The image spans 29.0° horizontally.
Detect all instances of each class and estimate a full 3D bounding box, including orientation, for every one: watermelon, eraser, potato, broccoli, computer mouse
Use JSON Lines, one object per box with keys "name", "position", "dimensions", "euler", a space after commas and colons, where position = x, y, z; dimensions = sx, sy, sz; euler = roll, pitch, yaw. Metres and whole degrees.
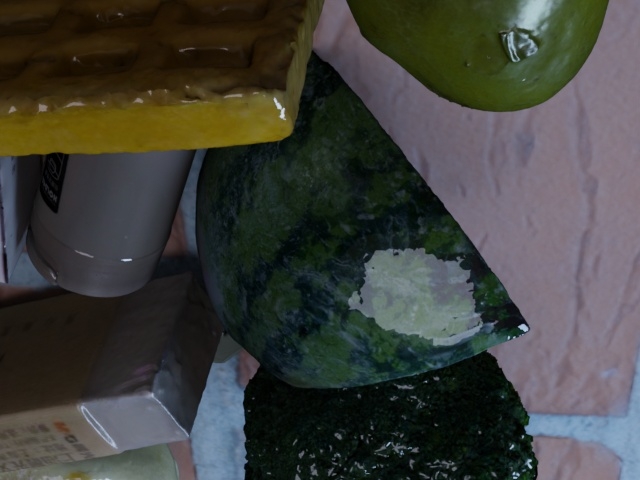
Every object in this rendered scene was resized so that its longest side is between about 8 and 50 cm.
{"name": "watermelon", "position": [0.000, 0.000, 0.952], "dimensions": [0.260, 0.256, 0.176], "euler": [-24, 167, 16]}
{"name": "eraser", "position": [-0.255, 0.125, 1.075], "dimensions": [0.343, 0.144, 0.078], "euler": [-13, 129, 24]}
{"name": "potato", "position": [0.095, -0.191, 0.774], "dimensions": [0.186, 0.149, 0.253], "euler": [-11, 127, 14]}
{"name": "broccoli", "position": [0.067, 0.175, 1.050], "dimensions": [0.297, 0.298, 0.297], "euler": [-29, 158, 28]}
{"name": "computer mouse", "position": [-0.080, 0.073, 1.097], "dimensions": [0.056, 0.032, 0.110], "euler": [45, 130, -12]}

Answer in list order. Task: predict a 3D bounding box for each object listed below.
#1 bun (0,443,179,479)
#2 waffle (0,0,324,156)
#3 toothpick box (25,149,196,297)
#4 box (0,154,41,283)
{"name": "bun", "position": [-0.254, 0.239, 1.200], "dimensions": [0.229, 0.145, 0.229], "euler": [-18, 140, -16]}
{"name": "waffle", "position": [-0.110, -0.138, 0.783], "dimensions": [0.221, 0.248, 0.055], "euler": [-1, 129, 10]}
{"name": "toothpick box", "position": [-0.157, -0.054, 0.951], "dimensions": [0.111, 0.111, 0.181], "euler": [19, 129, -8]}
{"name": "box", "position": [-0.320, -0.106, 0.931], "dimensions": [0.194, 0.111, 0.260], "euler": [10, 133, 1]}
